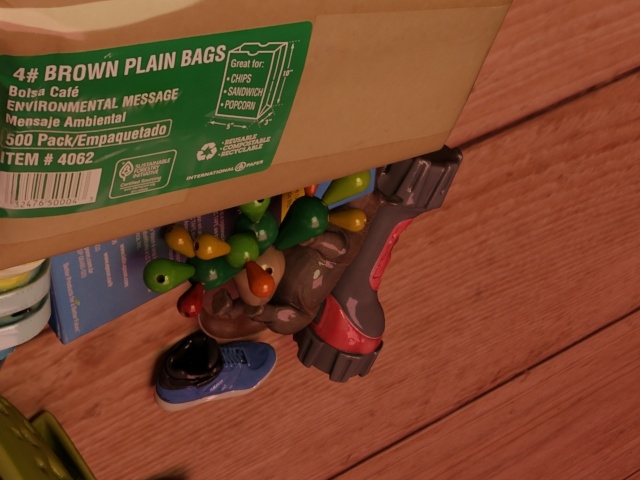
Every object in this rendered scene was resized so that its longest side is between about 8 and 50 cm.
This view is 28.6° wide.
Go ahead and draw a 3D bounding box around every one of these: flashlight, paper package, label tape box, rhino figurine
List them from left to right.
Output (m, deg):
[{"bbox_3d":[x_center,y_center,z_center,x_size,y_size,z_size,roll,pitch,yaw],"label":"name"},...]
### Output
[{"bbox_3d":[-0.106,-0.162,0.688,0.325,0.309,0.168,-15,139,-33],"label":"paper package"},{"bbox_3d":[-0.110,-0.085,1.074,0.334,0.106,0.240,-27,146,-24],"label":"label tape box"},{"bbox_3d":[0.000,0.000,1.276,0.243,0.073,0.106,-52,143,14],"label":"rhino figurine"},{"bbox_3d":[0.066,0.019,1.401,0.304,0.103,0.103,-64,171,30],"label":"flashlight"}]

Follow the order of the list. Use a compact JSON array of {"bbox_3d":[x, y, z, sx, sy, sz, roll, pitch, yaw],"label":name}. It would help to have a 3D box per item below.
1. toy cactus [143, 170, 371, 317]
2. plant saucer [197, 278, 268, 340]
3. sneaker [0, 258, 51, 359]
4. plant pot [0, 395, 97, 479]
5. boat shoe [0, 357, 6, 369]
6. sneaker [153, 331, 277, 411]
[{"bbox_3d":[-0.045,0.006,1.076,0.219,0.112,0.180,-39,160,-22],"label":"toy cactus"},{"bbox_3d":[-0.066,0.037,1.345,0.168,0.029,0.168,-29,146,-22],"label":"plant saucer"},{"bbox_3d":[-0.198,-0.005,0.840,0.127,0.319,0.208,-32,119,-43],"label":"sneaker"},{"bbox_3d":[-0.321,0.289,1.202,0.227,0.228,0.207,-43,155,6],"label":"plant pot"},{"bbox_3d":[-0.325,0.147,0.976,0.118,0.320,0.103,32,114,-20],"label":"boat shoe"},{"bbox_3d":[-0.109,0.134,1.388,0.152,0.058,0.084,-15,149,-26],"label":"sneaker"}]
